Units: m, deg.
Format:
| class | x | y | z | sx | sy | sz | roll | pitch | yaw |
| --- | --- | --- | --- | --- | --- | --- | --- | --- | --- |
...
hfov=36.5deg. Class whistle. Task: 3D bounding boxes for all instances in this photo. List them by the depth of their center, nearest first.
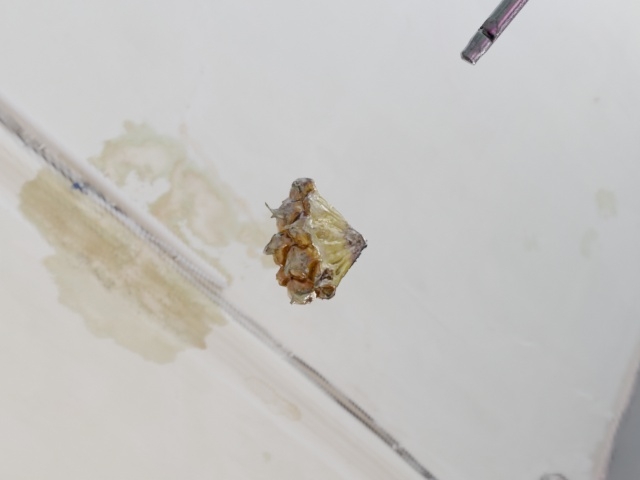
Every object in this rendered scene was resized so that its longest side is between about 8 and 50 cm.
| class | x | y | z | sx | sy | sz | roll | pitch | yaw |
| --- | --- | --- | --- | --- | --- | --- | --- | --- | --- |
| whistle | 0.262 | -0.323 | 1.374 | 0.033 | 0.033 | 0.176 | 37 | -86 | -24 |

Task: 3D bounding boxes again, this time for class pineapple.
| class | x | y | z | sx | sy | sz | roll | pitch | yaw |
| --- | --- | --- | --- | --- | --- | --- | --- | --- | --- |
| pineapple | 0.000 | 0.000 | 1.053 | 0.116 | 0.069 | 0.137 | 0 | -97 | -42 |
